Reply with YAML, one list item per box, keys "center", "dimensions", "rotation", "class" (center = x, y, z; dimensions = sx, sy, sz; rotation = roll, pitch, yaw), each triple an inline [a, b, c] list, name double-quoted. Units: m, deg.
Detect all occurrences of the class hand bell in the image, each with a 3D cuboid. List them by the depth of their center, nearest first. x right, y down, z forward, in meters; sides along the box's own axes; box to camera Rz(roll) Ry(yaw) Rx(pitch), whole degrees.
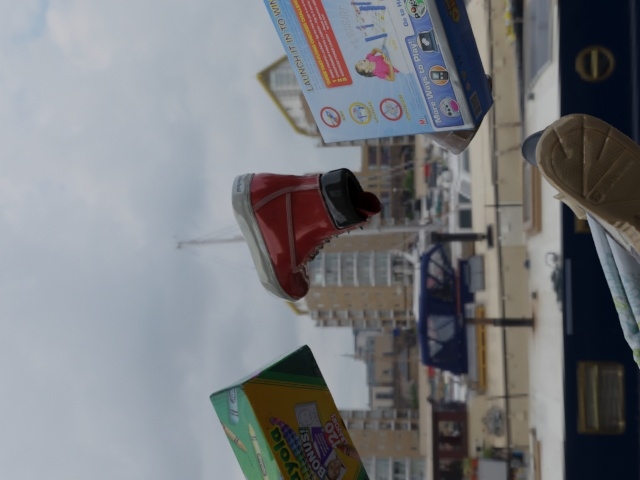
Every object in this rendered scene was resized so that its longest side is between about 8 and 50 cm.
- center: [0.690, -0.032, 1.818]
  dimensions: [0.242, 0.126, 0.126]
  rotation: [64, -174, 6]
  class: "hand bell"

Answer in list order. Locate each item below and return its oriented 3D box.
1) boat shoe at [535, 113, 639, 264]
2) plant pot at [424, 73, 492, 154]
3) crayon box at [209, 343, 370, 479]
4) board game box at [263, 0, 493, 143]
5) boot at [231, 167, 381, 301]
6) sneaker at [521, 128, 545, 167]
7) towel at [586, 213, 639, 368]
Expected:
- center: [0.336, -0.027, 0.735]
  dimensions: [0.103, 0.285, 0.092]
  rotation: [-53, -1, 22]
  class: "boat shoe"
- center: [0.219, -0.273, 1.426]
  dimensions: [0.167, 0.165, 0.167]
  rotation: [-160, 90, -80]
  class: "plant pot"
- center: [-0.036, 0.320, 1.115]
  dimensions: [0.165, 0.081, 0.278]
  rotation: [-23, -91, -52]
  class: "crayon box"
- center: [0.089, -0.319, 1.190]
  dimensions: [0.086, 0.302, 0.308]
  rotation: [-50, -53, -38]
  class: "board game box"
- center: [0.000, 0.000, 0.974]
  dimensions: [0.244, 0.176, 0.088]
  rotation: [72, -162, -51]
  class: "boot"
- center: [0.518, -0.181, 1.573]
  dimensions: [0.283, 0.124, 0.107]
  rotation: [28, 122, 55]
  class: "sneaker"
- center: [0.667, 0.024, 1.364]
  dimensions: [0.090, 0.321, 0.374]
  rotation: [155, 98, -72]
  class: "towel"
